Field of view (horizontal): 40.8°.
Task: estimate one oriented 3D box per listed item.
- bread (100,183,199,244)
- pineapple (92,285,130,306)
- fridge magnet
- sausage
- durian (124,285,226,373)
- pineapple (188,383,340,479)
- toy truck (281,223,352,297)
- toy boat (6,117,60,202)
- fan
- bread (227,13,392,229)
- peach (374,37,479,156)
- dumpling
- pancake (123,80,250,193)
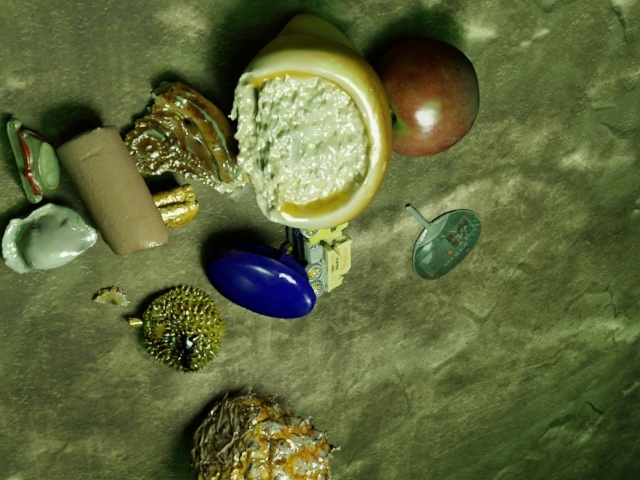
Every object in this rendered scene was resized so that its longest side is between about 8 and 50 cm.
[{"bbox_3d":[-0.355,-0.052,1.781,0.210,0.083,0.114,-21,175,-18],"label":"bread"},{"bbox_3d":[-0.458,0.123,1.906,0.083,0.019,0.045,15,116,-35],"label":"pineapple"},{"bbox_3d":[-0.133,0.094,1.957,0.265,0.265,0.113,53,48,-43],"label":"fridge magnet"},{"bbox_3d":[-0.392,-0.086,1.649,0.123,0.123,0.253,-28,94,-12],"label":"sausage"},{"bbox_3d":[-0.320,0.215,1.976,0.237,0.138,0.194,5,118,-33],"label":"durian"},{"bbox_3d":[-0.153,0.549,2.189,0.352,0.352,0.300,-44,126,3],"label":"pineapple"},{"bbox_3d":[0.000,0.000,2.028,0.157,0.124,0.272,-23,132,-24],"label":"toy truck"},{"bbox_3d":[-0.541,-0.145,1.630,0.089,0.071,0.185,-57,152,-47],"label":"toy boat"},{"bbox_3d":[0.336,-0.022,2.293,0.223,0.012,0.294,-25,132,-14],"label":"fan"},{"bbox_3d":[-0.031,-0.228,1.767,0.328,0.245,0.424,-14,127,-9],"label":"bread"},{"bbox_3d":[0.230,-0.310,1.879,0.252,0.252,0.253,-16,128,-21],"label":"peach"},{"bbox_3d":[-0.543,-0.008,1.711,0.187,0.108,0.127,-17,104,-3],"label":"dumpling"},{"bbox_3d":[-0.287,-0.181,1.720,0.244,0.057,0.266,-26,109,-8],"label":"pancake"}]
